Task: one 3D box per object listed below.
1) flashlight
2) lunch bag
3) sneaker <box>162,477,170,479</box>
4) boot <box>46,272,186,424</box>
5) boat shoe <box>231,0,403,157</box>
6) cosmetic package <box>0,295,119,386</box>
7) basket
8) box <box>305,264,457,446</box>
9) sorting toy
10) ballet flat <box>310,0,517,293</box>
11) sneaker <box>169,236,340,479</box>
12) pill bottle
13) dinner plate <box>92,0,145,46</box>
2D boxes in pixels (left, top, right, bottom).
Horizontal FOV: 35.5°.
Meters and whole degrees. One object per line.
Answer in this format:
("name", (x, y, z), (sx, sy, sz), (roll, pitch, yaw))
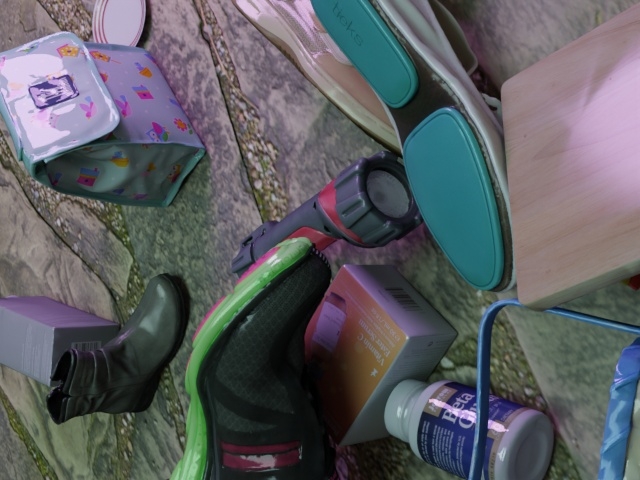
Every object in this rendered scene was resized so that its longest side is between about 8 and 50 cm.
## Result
("flashlight", (0.000, 0.000, 1.198), (0.304, 0.103, 0.103), (-36, 23, 49))
("lunch bag", (-0.331, -0.173, 1.425), (0.160, 0.262, 0.223), (-50, 57, 31))
("sneaker", (-0.129, 0.318, 1.289), (0.281, 0.162, 0.106), (-46, 60, 34))
("boot", (-0.300, 0.164, 1.457), (0.083, 0.161, 0.246), (38, 114, 37))
("boat shoe", (0.033, -0.220, 1.173), (0.110, 0.121, 0.341), (-46, 70, 7))
("cosmetic package", (-0.446, 0.159, 1.624), (0.238, 0.127, 0.107), (9, 96, 45))
("basket", (0.269, 0.189, 0.882), (0.289, 0.201, 0.254), (5, 93, 34))
("box", (0.053, 0.132, 1.168), (0.130, 0.091, 0.170), (46, 119, 34))
("sorting toy", (0.297, -0.081, 0.892), (0.257, 0.089, 0.255), (-28, 48, 40))
("ballet flat", (0.134, -0.143, 1.047), (0.139, 0.139, 0.400), (-34, 81, 38))
("sneaker", (-0.050, 0.217, 1.117), (0.202, 0.185, 0.482), (19, 114, 14))
("pill bottle", (0.153, 0.203, 1.067), (0.169, 0.094, 0.094), (14, 99, 43))
("dinner plate", (-0.316, -0.354, 1.583), (0.141, 0.017, 0.141), (0, 90, 44))
